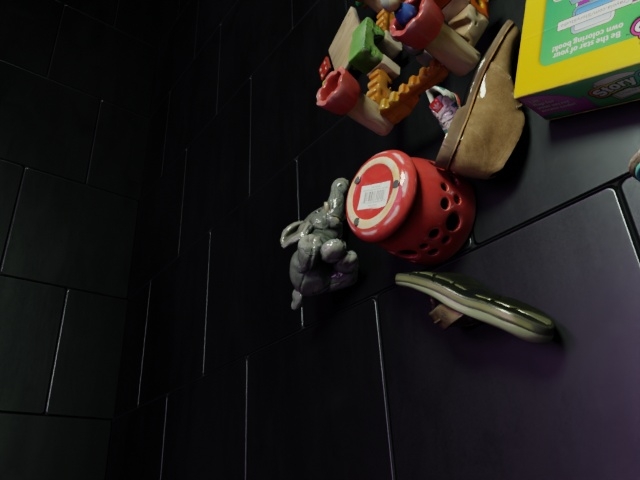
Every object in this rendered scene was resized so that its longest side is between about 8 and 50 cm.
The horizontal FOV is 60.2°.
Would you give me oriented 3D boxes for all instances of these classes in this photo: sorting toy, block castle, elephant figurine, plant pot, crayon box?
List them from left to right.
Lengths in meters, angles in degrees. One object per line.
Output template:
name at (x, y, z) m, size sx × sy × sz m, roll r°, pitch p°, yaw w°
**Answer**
elephant figurine at (0.000, 0.000, 1.236) m, size 0.240 × 0.185 × 0.170 m, roll -102°, pitch 0°, yaw -51°
sorting toy at (0.076, -0.486, 1.399) m, size 0.275 × 0.046 × 0.132 m, roll -55°, pitch 37°, yaw 42°
block castle at (0.144, -0.468, 1.094) m, size 0.303 × 0.212 × 0.454 m, roll -31°, pitch 40°, yaw 46°
plant pot at (0.156, -0.066, 1.004) m, size 0.191 × 0.174 × 0.191 m, roll -29°, pitch 51°, yaw 43°
crayon box at (0.467, -0.363, 0.760) m, size 0.362 × 0.106 × 0.314 m, roll -4°, pitch 74°, yaw 54°

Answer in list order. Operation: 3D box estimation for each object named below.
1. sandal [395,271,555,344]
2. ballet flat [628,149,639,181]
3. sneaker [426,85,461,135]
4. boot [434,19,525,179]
sandal at (0.224, 0.112, 0.884) m, size 0.302 × 0.120 × 0.087 m, roll 27°, pitch 111°, yaw 55°
ballet flat at (0.517, -0.152, 0.621) m, size 0.315 × 0.107 × 0.106 m, roll -20°, pitch 41°, yaw 43°
sneaker at (0.239, -0.232, 1.043) m, size 0.057 × 0.075 × 0.161 m, roll -42°, pitch 44°, yaw 37°
boot at (0.305, -0.241, 0.961) m, size 0.112 × 0.115 × 0.306 m, roll 75°, pitch -142°, yaw -73°
